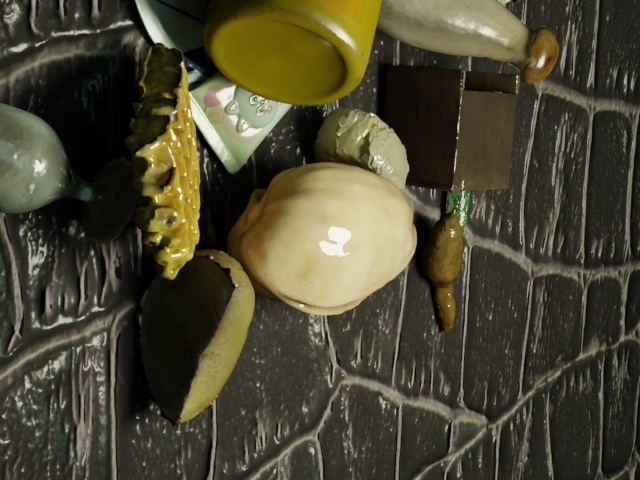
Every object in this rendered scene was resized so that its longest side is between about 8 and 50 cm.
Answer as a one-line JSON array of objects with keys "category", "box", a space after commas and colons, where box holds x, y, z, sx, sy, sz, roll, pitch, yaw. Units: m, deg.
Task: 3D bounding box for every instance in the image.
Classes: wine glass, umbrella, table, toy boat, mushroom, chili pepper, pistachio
[{"category": "wine glass", "box": [-0.337, -0.082, 1.296, 0.241, 0.126, 0.126, 23, 79, -44]}, {"category": "umbrella", "box": [-0.279, -0.024, 1.445, 0.122, 0.022, 0.013, 10, 114, -36]}, {"category": "table", "box": [0.208, -0.190, 1.820, 0.169, 0.172, 0.193, -6, 104, -47]}, {"category": "toy boat", "box": [-0.196, -0.335, 1.473, 0.220, 0.067, 0.291, -31, 129, -41]}, {"category": "mushroom", "box": [0.211, -0.348, 1.730, 0.350, 0.128, 0.128, 22, 75, -1]}, {"category": "chili pepper", "box": [0.246, -0.085, 1.965, 0.088, 0.059, 0.226, 11, 92, -42]}, {"category": "pistachio", "box": [0.000, 0.000, 1.580, 0.309, 0.230, 0.229, 2, 94, -47]}]

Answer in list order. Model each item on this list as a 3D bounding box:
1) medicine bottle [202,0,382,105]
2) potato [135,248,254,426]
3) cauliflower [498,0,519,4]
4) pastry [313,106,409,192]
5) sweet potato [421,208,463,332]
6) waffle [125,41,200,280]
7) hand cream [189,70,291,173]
[{"category": "medicine bottle", "box": [-0.013, -0.397, 1.487, 0.224, 0.224, 0.384, 38, 56, -43]}, {"category": "potato", "box": [-0.175, 0.115, 1.497, 0.098, 0.138, 0.243, -7, 125, -59]}, {"category": "cauliflower", "box": [0.296, -0.520, 1.794, 0.256, 0.315, 0.239, -28, 76, -31]}, {"category": "pastry", "box": [0.063, -0.135, 1.689, 0.166, 0.166, 0.088, 45, 66, -40]}, {"category": "sweet potato", "box": [0.215, 0.048, 1.939, 0.075, 0.075, 0.269, -35, 136, -38]}, {"category": "waffle", "box": [-0.191, -0.106, 1.370, 0.283, 0.065, 0.309, 73, 11, -84]}, {"category": "hand cream", "box": [-0.068, -0.249, 1.594, 0.306, 0.093, 0.147, -48, 129, -20]}]
